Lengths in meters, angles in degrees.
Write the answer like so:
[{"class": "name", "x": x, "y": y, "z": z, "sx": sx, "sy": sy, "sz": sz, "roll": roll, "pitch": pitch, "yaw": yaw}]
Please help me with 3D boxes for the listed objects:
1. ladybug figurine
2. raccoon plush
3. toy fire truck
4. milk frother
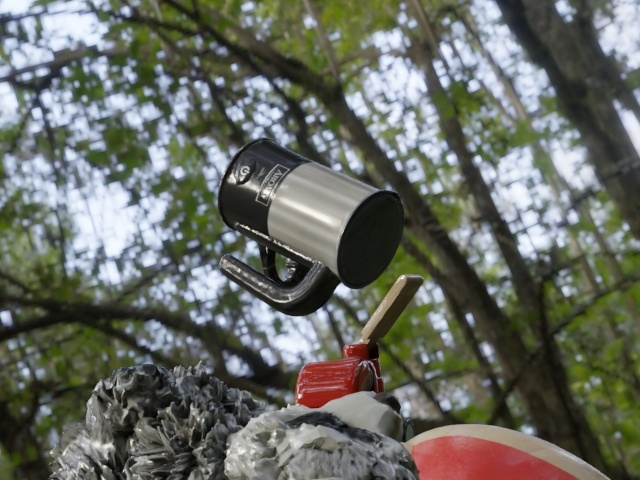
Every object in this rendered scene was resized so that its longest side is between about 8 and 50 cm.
[{"class": "ladybug figurine", "x": 0.235, "y": 0.399, "z": 1.438, "sx": 0.305, "sy": 0.449, "sz": 0.162, "roll": -50, "pitch": 0, "yaw": 20}, {"class": "raccoon plush", "x": -0.085, "y": 0.297, "z": 0.959, "sx": 0.216, "sy": 0.299, "sz": 0.446, "roll": 23, "pitch": -88, "yaw": -36}, {"class": "toy fire truck", "x": 0.055, "y": 0.172, "z": 1.650, "sx": 0.158, "sy": 0.246, "sz": 0.217, "roll": -7, "pitch": -6, "yaw": 19}, {"class": "milk frother", "x": 0.000, "y": 0.000, "z": 1.056, "sx": 0.143, "sy": 0.134, "sz": 0.129, "roll": 12, "pitch": -78, "yaw": -54}]
